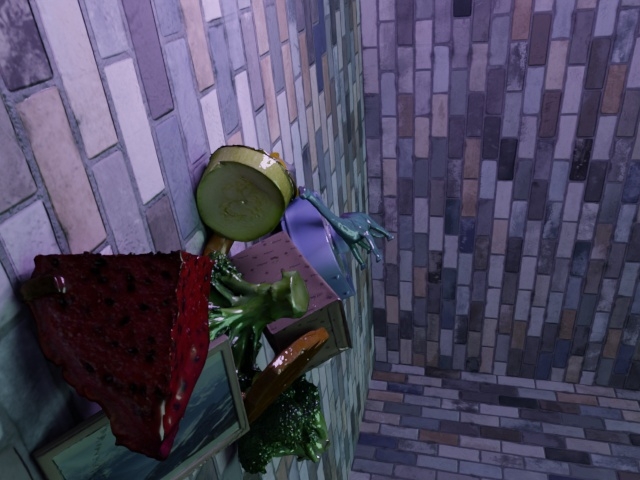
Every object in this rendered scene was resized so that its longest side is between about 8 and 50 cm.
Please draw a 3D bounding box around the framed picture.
[{"bbox_3d":[-0.278,0.341,0.885,0.335,0.022,0.247,-29,128,-34],"label":"framed picture"}]

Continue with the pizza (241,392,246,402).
[{"bbox_3d":[-0.246,0.390,1.115,0.229,0.081,0.289,-50,163,11],"label":"pizza"}]

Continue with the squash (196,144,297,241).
[{"bbox_3d":[-0.171,-0.111,1.169,0.220,0.220,0.133,77,26,-46],"label":"squash"}]

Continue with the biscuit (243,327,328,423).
[{"bbox_3d":[-0.083,0.278,1.103,0.278,0.043,0.301,-45,166,-16],"label":"biscuit"}]

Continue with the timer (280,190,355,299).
[{"bbox_3d":[0.000,0.000,1.724,0.395,0.173,0.395,-20,90,-82],"label":"timer"}]

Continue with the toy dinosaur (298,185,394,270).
[{"bbox_3d":[0.081,-0.082,1.637,0.331,0.129,0.383,49,21,-6],"label":"toy dinosaur"}]

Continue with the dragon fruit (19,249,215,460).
[{"bbox_3d":[-0.258,0.141,0.732,0.240,0.302,0.330,-42,-128,50],"label":"dragon fruit"}]

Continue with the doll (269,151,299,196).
[{"bbox_3d":[-0.143,-0.181,1.495,0.103,0.145,0.316,-57,172,26],"label":"doll"}]

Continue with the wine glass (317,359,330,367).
[{"bbox_3d":[-0.021,0.392,1.965,0.196,0.164,0.165,79,20,-58],"label":"wine glass"}]

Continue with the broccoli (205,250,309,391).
[{"bbox_3d":[-0.177,0.160,1.057,0.298,0.297,0.298,55,25,-40],"label":"broccoli"}]

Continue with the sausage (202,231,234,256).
[{"bbox_3d":[-0.241,0.007,1.237,0.062,0.054,0.183,44,44,-28],"label":"sausage"}]

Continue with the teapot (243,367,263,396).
[{"bbox_3d":[-0.202,0.374,1.331,0.130,0.119,0.166,-35,119,-81],"label":"teapot"}]

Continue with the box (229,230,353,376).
[{"bbox_3d":[-0.081,0.166,1.340,0.297,0.190,0.225,48,-20,42],"label":"box"}]

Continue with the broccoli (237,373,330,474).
[{"bbox_3d":[-0.106,0.517,1.450,0.275,0.307,0.308,50,27,-9],"label":"broccoli"}]
